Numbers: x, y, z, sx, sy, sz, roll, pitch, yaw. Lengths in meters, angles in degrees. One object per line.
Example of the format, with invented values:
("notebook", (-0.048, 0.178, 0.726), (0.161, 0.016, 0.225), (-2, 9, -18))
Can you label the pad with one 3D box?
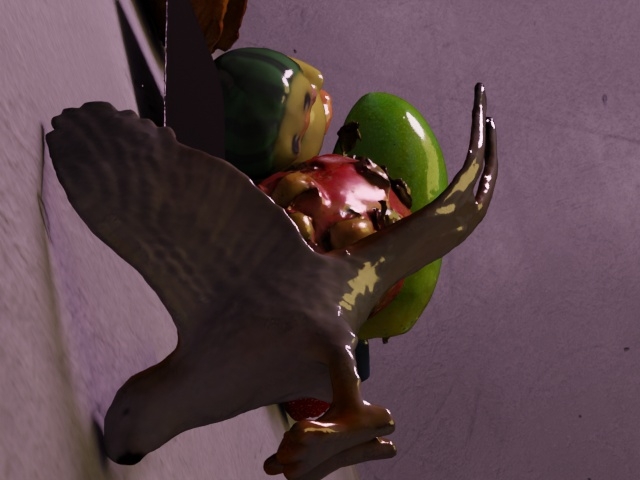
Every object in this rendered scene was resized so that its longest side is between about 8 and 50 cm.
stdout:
("pad", (-0.168, -0.122, 1.295), (0.315, 0.063, 0.376), (73, 10, -54))

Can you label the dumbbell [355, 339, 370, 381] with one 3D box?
("dumbbell", (-0.016, 0.112, 2.010), (0.325, 0.144, 0.160), (-105, -173, -51))

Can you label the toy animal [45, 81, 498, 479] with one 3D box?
("toy animal", (0.010, 0.034, 0.708), (0.302, 0.284, 0.225), (-109, -177, -56))

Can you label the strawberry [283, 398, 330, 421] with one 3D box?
("strawberry", (-0.023, 0.191, 1.735), (0.131, 0.148, 0.131), (34, 26, -19))

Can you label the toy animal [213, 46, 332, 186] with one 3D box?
("toy animal", (-0.093, -0.175, 1.761), (0.338, 0.191, 0.216), (16, 86, -78))

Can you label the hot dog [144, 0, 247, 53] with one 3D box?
("hot dog", (-0.182, -0.434, 1.565), (0.267, 0.174, 0.388), (-112, -176, -72))

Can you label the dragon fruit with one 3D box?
("dragon fruit", (0.000, 0.000, 1.605), (0.250, 0.269, 0.291), (50, 13, 20))

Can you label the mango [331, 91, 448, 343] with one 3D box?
("mango", (0.082, -0.035, 1.830), (0.201, 0.225, 0.382), (-9, 106, -54))
